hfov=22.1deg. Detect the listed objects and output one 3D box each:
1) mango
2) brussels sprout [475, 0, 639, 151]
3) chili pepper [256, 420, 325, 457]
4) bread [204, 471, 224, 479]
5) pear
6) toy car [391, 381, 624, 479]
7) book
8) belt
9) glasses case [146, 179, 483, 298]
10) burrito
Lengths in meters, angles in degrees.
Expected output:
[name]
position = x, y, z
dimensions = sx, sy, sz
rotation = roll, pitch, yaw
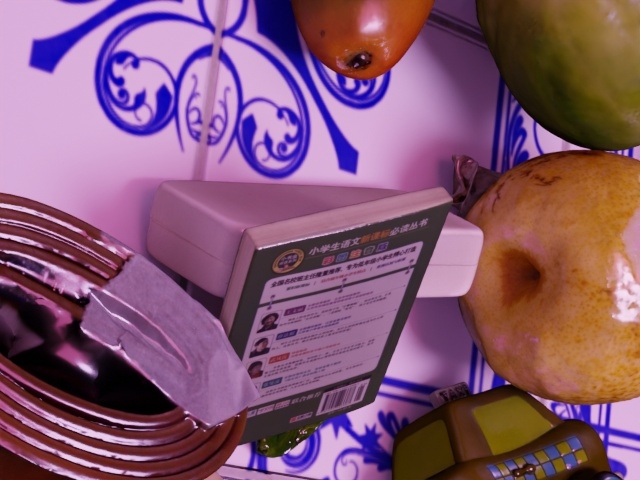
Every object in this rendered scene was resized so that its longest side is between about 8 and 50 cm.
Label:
[mango]
position = 0.058, -0.278, 1.581
dimensions = 0.146, 0.129, 0.289
rotation = 42, 56, -21
[brussels sprout]
position = 0.290, -0.253, 1.625
dimensions = 0.371, 0.276, 0.315
rotation = 59, 6, -61
[chili pepper]
position = -0.028, 0.178, 1.536
dimensions = 0.091, 0.034, 0.030
rotation = -29, 72, -38
[bread]
position = -0.119, 0.280, 1.353
dimensions = 0.182, 0.039, 0.251
rotation = -1, 53, -44
[pear]
position = 0.268, 0.036, 1.617
dimensions = 0.271, 0.271, 0.271
rotation = 4, 83, -41
[toy car]
position = 0.172, 0.233, 1.623
dimensions = 0.248, 0.204, 0.198
rotation = -11, 71, -40
[book]
position = -0.004, 0.073, 1.428
dimensions = 0.202, 0.027, 0.264
rotation = -13, 139, -30
[belt]
position = -0.214, 0.096, 1.288
dimensions = 0.339, 0.122, 0.217
rotation = 29, 53, -29
[glasses case]
position = 0.000, 0.000, 1.496
dimensions = 0.313, 0.131, 0.070
rotation = 1, 110, -42
[burrito]
position = 0.230, -0.019, 1.761
dimensions = 0.275, 0.059, 0.082
rotation = 23, 64, -38
